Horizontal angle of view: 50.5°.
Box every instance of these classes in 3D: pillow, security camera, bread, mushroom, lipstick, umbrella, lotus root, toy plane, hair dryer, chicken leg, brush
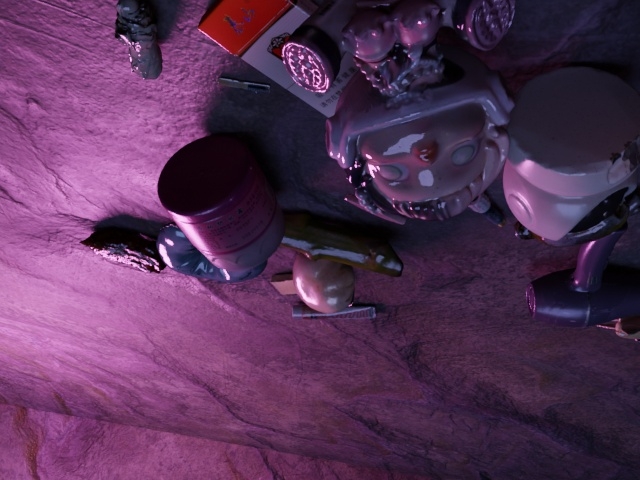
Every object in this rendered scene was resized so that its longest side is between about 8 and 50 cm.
[{"bbox_3d":[-0.226,0.027,1.430,0.233,0.086,0.214,13,157,-5],"label":"pillow"},{"bbox_3d":[0.357,-0.108,0.987,0.194,0.194,0.236,2,151,12],"label":"security camera"},{"bbox_3d":[-0.037,0.099,1.567,0.154,0.028,0.068,-7,145,25],"label":"bread"},{"bbox_3d":[0.014,0.079,1.446,0.154,0.122,0.154,31,136,35],"label":"mushroom"},{"bbox_3d":[0.306,-0.053,1.231,0.037,0.037,0.116,-19,142,38],"label":"lipstick"},{"bbox_3d":[-0.258,-0.290,0.963,0.062,0.067,0.143,34,159,15],"label":"umbrella"},{"bbox_3d":[0.424,-0.042,1.165,0.192,0.088,0.113,-20,114,39],"label":"lotus root"},{"bbox_3d":[0.721,0.179,1.422,0.244,0.092,0.229,1,-178,-9],"label":"toy plane"},{"bbox_3d":[0.560,0.038,1.264,0.301,0.121,0.361,-4,142,4],"label":"hair dryer"},{"bbox_3d":[-0.423,0.023,1.512,0.234,0.063,0.105,18,143,-10],"label":"chicken leg"},{"bbox_3d":[-0.120,-0.240,1.056,0.084,0.013,0.016,10,151,1],"label":"brush"}]

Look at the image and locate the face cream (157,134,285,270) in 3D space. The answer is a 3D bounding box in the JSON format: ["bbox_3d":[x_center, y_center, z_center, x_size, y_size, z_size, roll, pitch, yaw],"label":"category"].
[{"bbox_3d":[-0.168,-0.062,1.201,0.175,0.175,0.195,-3,145,19],"label":"face cream"}]

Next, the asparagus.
[{"bbox_3d":[0.000,-0.001,1.348,0.343,0.085,0.082,14,160,2],"label":"asparagus"}]

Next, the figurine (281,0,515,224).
[{"bbox_3d":[0.127,-0.185,0.860,0.253,0.211,0.361,-1,140,21],"label":"figurine"}]

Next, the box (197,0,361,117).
[{"bbox_3d":[-0.034,-0.274,0.957,0.245,0.035,0.139,29,143,-31],"label":"box"}]

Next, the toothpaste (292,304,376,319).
[{"bbox_3d":[0.034,0.177,1.672,0.205,0.036,0.056,-1,146,8],"label":"toothpaste"}]
